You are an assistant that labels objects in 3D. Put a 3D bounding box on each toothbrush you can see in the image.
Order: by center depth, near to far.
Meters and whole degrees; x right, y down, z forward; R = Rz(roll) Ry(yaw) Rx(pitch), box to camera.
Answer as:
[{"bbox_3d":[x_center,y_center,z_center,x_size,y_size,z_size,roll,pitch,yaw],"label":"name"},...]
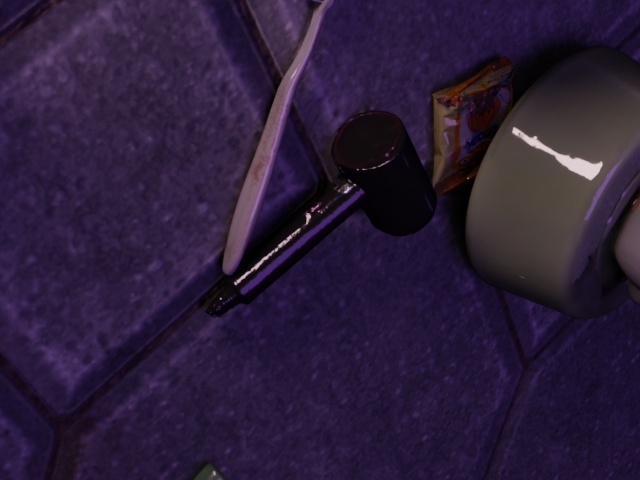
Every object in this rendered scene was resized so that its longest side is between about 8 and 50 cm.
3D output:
[{"bbox_3d":[-0.038,-0.110,1.018,0.029,0.025,0.307,8,108,-37],"label":"toothbrush"}]

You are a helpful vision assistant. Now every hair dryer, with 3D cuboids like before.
[{"bbox_3d":[-0.001,-0.001,1.094,0.248,0.070,0.114,-43,137,-9],"label":"hair dryer"}]

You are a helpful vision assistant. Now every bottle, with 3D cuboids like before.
[{"bbox_3d":[-0.127,0.259,1.159,0.083,0.030,0.030,-47,138,-10],"label":"bottle"}]

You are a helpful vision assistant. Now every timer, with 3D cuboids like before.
[{"bbox_3d":[0.357,-0.014,1.212,0.291,0.315,0.291,-30,137,-33],"label":"timer"}]

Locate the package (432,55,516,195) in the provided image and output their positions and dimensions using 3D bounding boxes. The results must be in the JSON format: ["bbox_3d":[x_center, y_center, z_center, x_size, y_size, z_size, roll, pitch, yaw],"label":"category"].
[{"bbox_3d":[0.154,-0.115,1.190,0.108,0.031,0.120,-26,130,-30],"label":"package"}]
